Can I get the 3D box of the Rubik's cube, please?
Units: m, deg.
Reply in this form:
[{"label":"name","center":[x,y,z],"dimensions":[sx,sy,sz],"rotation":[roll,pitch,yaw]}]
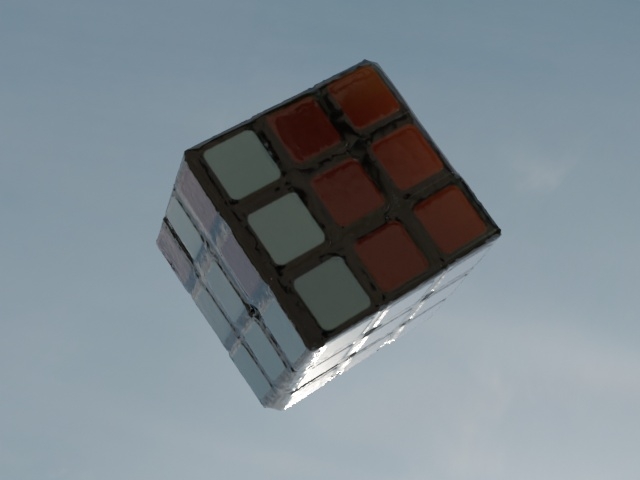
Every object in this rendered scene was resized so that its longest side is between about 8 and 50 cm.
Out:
[{"label":"Rubik's cube","center":[0.000,0.000,0.893],"dimensions":[0.160,0.162,0.163],"rotation":[-30,-101,-24]}]
